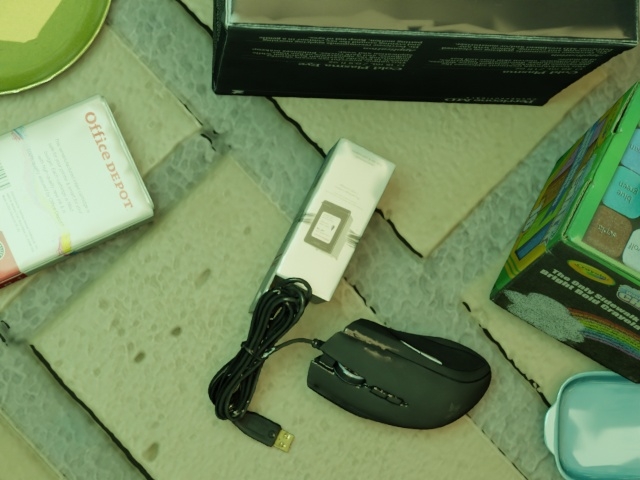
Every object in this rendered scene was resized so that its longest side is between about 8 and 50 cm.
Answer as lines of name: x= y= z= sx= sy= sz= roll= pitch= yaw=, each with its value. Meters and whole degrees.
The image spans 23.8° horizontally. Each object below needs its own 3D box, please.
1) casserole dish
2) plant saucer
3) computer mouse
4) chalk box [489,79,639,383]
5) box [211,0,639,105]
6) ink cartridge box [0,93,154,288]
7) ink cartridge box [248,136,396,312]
casserole dish: x=0.307 y=0.187 z=1.492 sx=0.188 sy=0.037 sz=0.114 roll=2 pitch=85 yaw=-7
plant saucer: x=-0.318 y=-0.256 z=1.462 sx=0.240 sy=0.037 sz=0.241 roll=0 pitch=86 yaw=-6
computer mouse: x=0.027 y=0.151 z=1.427 sx=0.262 sy=0.060 sz=0.184 roll=23 pitch=120 yaw=-26
chalk box: x=0.301 y=-0.011 z=1.365 sx=0.180 sy=0.289 sz=0.179 roll=30 pitch=70 yaw=-2
box: x=0.076 y=-0.236 z=1.364 sx=0.343 sy=0.312 sz=0.179 roll=2 pitch=85 yaw=-7
ink cartridge box: x=-0.259 y=-0.043 z=1.432 sx=0.175 sy=0.072 sz=0.127 roll=-24 pitch=88 yaw=-8
ink cartridge box: x=0.000 y=0.000 z=1.441 sx=0.060 sy=0.104 sz=0.180 roll=27 pitch=83 yaw=-4
